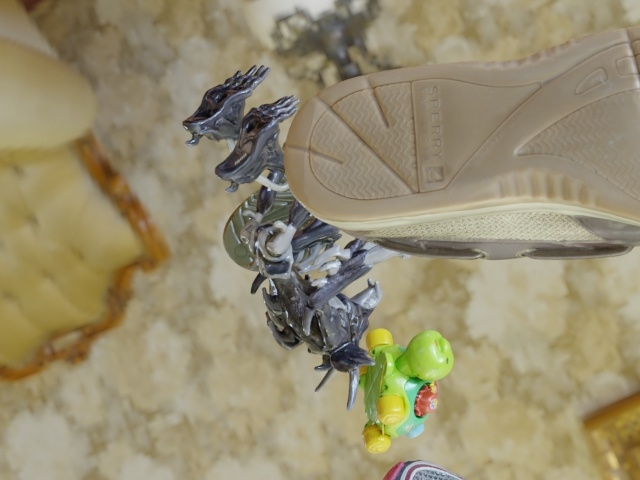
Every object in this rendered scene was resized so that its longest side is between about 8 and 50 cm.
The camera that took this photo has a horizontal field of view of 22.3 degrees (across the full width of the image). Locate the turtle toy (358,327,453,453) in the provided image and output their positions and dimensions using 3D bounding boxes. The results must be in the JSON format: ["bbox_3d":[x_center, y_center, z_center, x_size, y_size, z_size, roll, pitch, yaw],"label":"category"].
[{"bbox_3d":[0.074,0.126,1.438,0.066,0.095,0.130,3,143,-15],"label":"turtle toy"}]

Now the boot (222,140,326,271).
[{"bbox_3d":[-0.020,-0.059,1.783,0.236,0.089,0.269,-34,-169,-7],"label":"boot"}]

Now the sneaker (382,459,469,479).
[{"bbox_3d":[0.177,0.261,1.259,0.121,0.299,0.112,-55,178,-41],"label":"sneaker"}]

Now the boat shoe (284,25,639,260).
[{"bbox_3d":[0.128,-0.040,0.809,0.285,0.102,0.092,-5,164,12],"label":"boat shoe"}]

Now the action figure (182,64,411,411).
[{"bbox_3d":[0.000,0.000,1.306,0.141,0.275,0.164,-32,-149,-14],"label":"action figure"}]
